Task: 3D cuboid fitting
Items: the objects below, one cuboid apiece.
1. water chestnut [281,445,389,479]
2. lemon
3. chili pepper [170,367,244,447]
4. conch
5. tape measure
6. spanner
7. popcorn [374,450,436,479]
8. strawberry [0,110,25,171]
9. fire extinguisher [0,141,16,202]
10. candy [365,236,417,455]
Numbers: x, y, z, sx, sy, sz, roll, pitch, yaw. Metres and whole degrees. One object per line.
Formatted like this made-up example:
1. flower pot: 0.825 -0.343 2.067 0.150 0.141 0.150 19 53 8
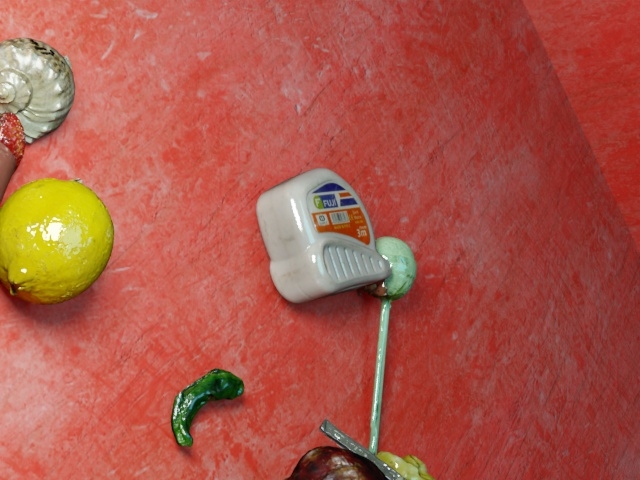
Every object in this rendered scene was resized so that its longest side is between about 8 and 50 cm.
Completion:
1. water chestnut: 0.025 0.481 1.968 0.289 0.289 0.244 53 36 -25
2. lemon: -0.381 0.003 1.680 0.173 0.173 0.206 56 40 -22
3. chili pepper: -0.189 0.261 1.938 0.182 0.050 0.073 -40 116 -49
4. conch: -0.433 -0.230 1.789 0.207 0.130 0.155 -61 163 -70
5. tape measure: 0.000 0.000 2.222 0.258 0.130 0.265 -10 79 -56
6. spanner: 0.129 0.412 2.062 0.325 0.026 0.093 36 38 16
7. popcorn: 0.156 0.529 2.142 0.286 0.225 0.173 43 44 20
8. strawberry: -0.463 -0.136 1.712 0.083 0.083 0.096 -53 147 -47
9. fire extinguisher: -0.495 0.005 1.555 0.106 0.147 0.337 22 55 -16
10. candy: 0.122 0.207 2.340 0.119 0.119 0.440 22 68 -47
